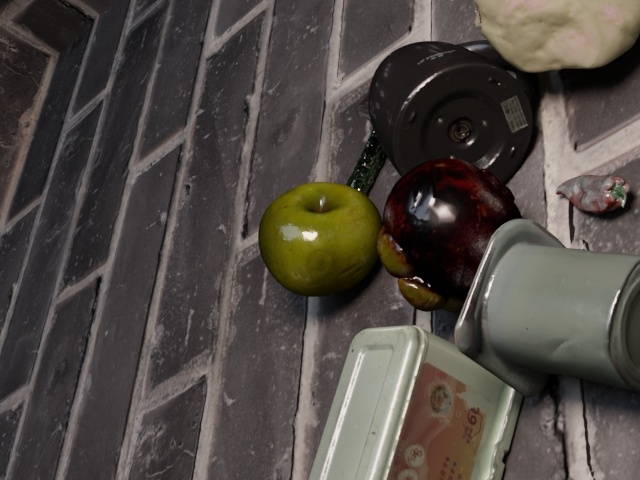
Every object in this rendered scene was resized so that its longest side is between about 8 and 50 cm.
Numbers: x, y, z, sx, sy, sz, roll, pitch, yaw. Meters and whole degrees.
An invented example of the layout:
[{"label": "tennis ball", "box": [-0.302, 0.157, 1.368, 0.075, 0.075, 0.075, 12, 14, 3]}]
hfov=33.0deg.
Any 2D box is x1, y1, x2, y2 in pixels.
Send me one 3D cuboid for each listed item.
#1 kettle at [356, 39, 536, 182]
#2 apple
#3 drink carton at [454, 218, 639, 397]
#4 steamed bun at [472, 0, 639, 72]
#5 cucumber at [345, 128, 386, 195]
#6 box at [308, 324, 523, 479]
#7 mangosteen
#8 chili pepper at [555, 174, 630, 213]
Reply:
[{"label": "kettle", "box": [0.198, -0.216, 1.631, 0.268, 0.207, 0.290, -23, 27, -2]}, {"label": "apple", "box": [0.000, 0.000, 1.692, 0.196, 0.196, 0.157, -124, 29, -57]}, {"label": "drink carton", "box": [0.291, 0.078, 1.216, 0.189, 0.185, 0.191, 4, 64, 53]}, {"label": "steamed bun", "box": [0.328, -0.384, 1.503, 0.275, 0.206, 0.320, -33, 30, -3]}, {"label": "cucumber", "box": [0.064, -0.092, 1.822, 0.044, 0.043, 0.257, 1, 64, 61]}, {"label": "box", "box": [0.103, 0.258, 1.317, 0.175, 0.182, 0.312, -10, 55, 51]}, {"label": "mangosteen", "box": [0.171, -0.010, 1.447, 0.210, 0.210, 0.210, -35, 37, 33]}, {"label": "chili pepper", "box": [0.353, -0.060, 1.384, 0.050, 0.041, 0.153, -41, 12, -11]}]
